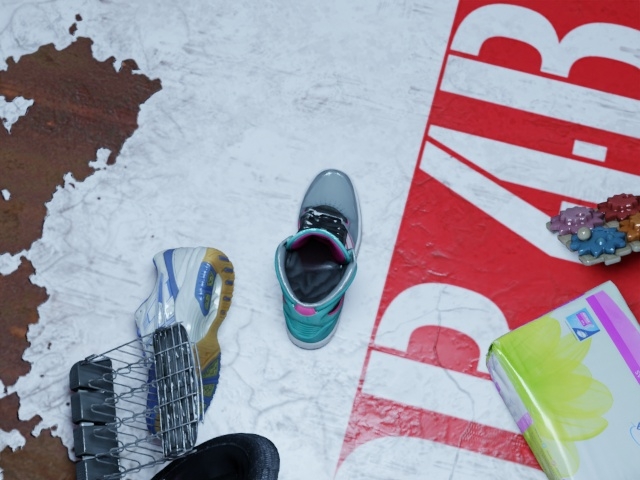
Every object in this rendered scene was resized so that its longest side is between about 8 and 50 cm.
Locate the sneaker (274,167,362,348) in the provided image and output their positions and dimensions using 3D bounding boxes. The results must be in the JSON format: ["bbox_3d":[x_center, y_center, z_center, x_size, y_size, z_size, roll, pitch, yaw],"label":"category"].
[{"bbox_3d":[0.000,0.000,1.952,0.124,0.178,0.295,7,69,2],"label":"sneaker"}]

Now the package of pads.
[{"bbox_3d":[0.402,0.239,1.910,0.229,0.101,0.296,-26,71,-11],"label":"package of pads"}]

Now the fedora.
[{"bbox_3d":[-0.155,0.428,1.777,0.334,0.334,0.152,-42,114,-16],"label":"fedora"}]

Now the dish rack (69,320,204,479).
[{"bbox_3d":[-0.253,0.235,1.826,0.271,0.074,0.208,-24,65,36],"label":"dish rack"}]

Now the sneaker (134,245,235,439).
[{"bbox_3d":[-0.222,0.153,1.943,0.131,0.112,0.296,5,73,29],"label":"sneaker"}]

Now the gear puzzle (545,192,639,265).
[{"bbox_3d":[0.532,-0.051,2.003,0.339,0.044,0.175,-16,26,-7],"label":"gear puzzle"}]
